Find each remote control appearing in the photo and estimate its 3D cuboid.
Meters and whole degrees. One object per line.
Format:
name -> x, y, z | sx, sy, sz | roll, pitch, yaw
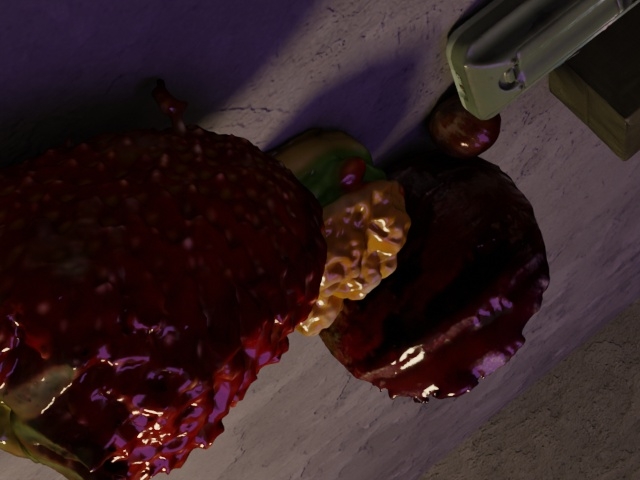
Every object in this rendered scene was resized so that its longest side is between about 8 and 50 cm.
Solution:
remote control -> 0.288, -0.267, 1.239 | 0.335, 0.065, 0.128 | -38, 139, -7

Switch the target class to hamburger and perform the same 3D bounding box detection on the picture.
hamburger -> 0.000, 0.000, 1.195 | 0.237, 0.149, 0.237 | -33, 156, -17

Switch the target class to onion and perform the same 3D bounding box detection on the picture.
onion -> 0.125, 0.029, 1.323 | 0.314, 0.280, 0.146 | -41, 144, -1

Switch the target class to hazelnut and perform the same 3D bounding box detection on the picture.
hazelnut -> 0.170, -0.135, 1.316 | 0.086, 0.086, 0.086 | -34, 157, -16

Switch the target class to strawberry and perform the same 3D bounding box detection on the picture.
strawberry -> -0.161, 0.020, 0.887 | 0.343, 0.292, 0.292 | -56, 168, -30

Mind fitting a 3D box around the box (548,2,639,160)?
box -> 0.424, -0.243, 1.417 | 0.231, 0.155, 0.149 | -42, 159, -1
